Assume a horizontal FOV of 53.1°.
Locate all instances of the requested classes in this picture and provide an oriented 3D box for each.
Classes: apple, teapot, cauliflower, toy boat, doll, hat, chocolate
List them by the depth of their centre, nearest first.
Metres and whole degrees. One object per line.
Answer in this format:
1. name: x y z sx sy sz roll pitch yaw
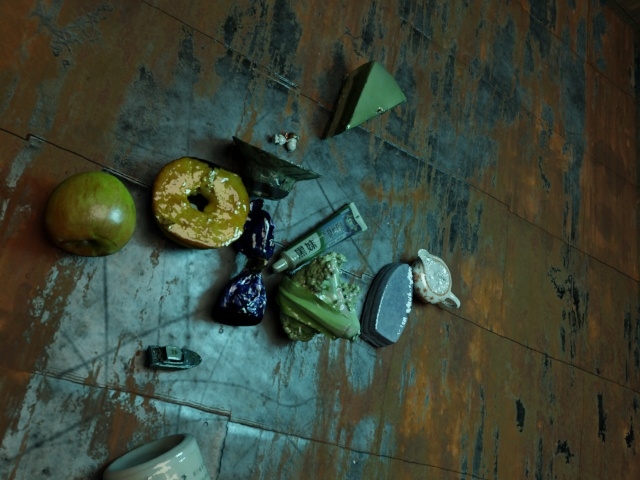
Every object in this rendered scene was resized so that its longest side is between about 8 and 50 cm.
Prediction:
1. apple: -0.507 -0.060 1.423 0.196 0.196 0.195 11 72 -35
2. toy boat: -0.347 0.282 1.535 0.141 0.060 0.055 13 46 -39
3. chocolate: -0.176 0.051 1.668 0.126 0.148 0.343 23 68 -31
4. cauliflower: 0.018 0.179 1.709 0.256 0.239 0.315 -43 62 -9
5. hat: -0.138 -0.175 1.746 0.266 0.265 0.128 18 99 -32
6. doll: -0.103 -0.297 1.884 0.085 0.040 0.058 23 75 -31
7. toy boat: 0.211 0.185 1.965 0.127 0.078 0.282 33 61 -22
8. teapot: 0.362 0.134 2.072 0.245 0.116 0.159 42 44 -18

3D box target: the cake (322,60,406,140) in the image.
1. cake: 0.100 -0.439 2.004 0.284 0.158 0.172 -33 98 -35

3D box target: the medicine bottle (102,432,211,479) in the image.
1. medicine bottle: -0.308 0.626 1.374 0.211 0.211 0.371 -20 90 -39

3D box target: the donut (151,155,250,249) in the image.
1. donut: -0.303 -0.089 1.607 0.254 0.118 0.253 7 71 -21

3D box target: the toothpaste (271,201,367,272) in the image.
1. toothpaste: 0.000 0.000 1.865 0.392 0.061 0.098 -33 96 -39
